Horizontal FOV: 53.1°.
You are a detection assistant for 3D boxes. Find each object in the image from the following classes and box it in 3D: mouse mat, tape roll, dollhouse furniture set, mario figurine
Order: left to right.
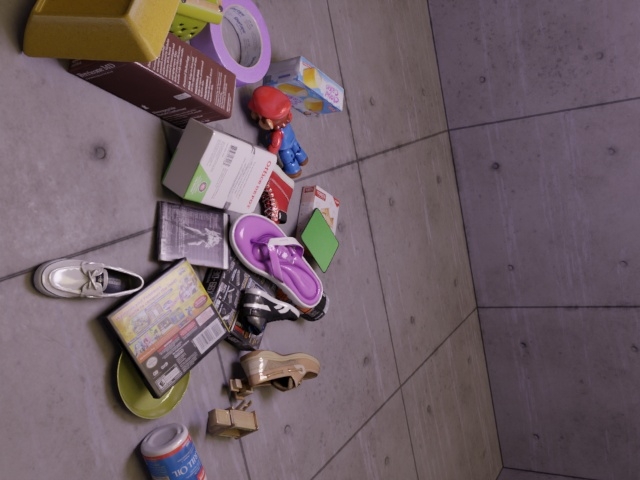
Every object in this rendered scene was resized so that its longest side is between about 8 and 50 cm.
[{"bbox_3d":[-0.281,0.470,1.830,0.182,0.101,0.160,31,37,-50],"label":"dollhouse furniture set"},{"bbox_3d":[-0.269,-0.606,1.940,0.275,0.090,0.274,8,80,-56],"label":"tape roll"},{"bbox_3d":[-0.156,-0.359,2.088,0.198,0.170,0.320,-111,180,-50],"label":"mario figurine"},{"bbox_3d":[0.000,0.000,2.221,0.189,0.007,0.152,59,43,-35],"label":"mouse mat"}]

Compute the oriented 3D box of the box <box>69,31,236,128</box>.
[{"bbox_3d":[-0.409,-0.423,1.621,0.381,0.191,0.143,24,67,-52],"label":"box"}]

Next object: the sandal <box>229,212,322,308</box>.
[{"bbox_3d":[-0.105,0.054,1.926,0.416,0.102,0.169,44,54,-38],"label":"sandal"}]

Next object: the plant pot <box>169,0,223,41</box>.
[{"bbox_3d":[-0.389,-0.659,1.666,0.227,0.207,0.228,-8,94,-56],"label":"plant pot"}]

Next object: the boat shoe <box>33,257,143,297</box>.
[{"bbox_3d":[-0.527,0.087,1.484,0.258,0.084,0.095,2,85,-56],"label":"boat shoe"}]

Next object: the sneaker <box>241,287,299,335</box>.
[{"bbox_3d":[-0.157,0.231,1.894,0.217,0.079,0.121,33,64,-41],"label":"sneaker"}]

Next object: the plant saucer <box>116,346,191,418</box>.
[{"bbox_3d":[-0.431,0.331,1.640,0.241,0.037,0.240,11,76,-55],"label":"plant saucer"}]

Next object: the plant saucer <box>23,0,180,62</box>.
[{"bbox_3d":[-0.475,-0.551,1.409,0.081,0.333,0.332,68,32,-63],"label":"plant saucer"}]

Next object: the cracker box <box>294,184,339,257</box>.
[{"bbox_3d":[-0.010,-0.060,2.277,0.156,0.067,0.232,29,62,-51],"label":"cracker box"}]

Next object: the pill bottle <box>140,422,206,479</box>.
[{"bbox_3d":[-0.363,0.591,1.634,0.124,0.124,0.221,-41,120,-50],"label":"pill bottle"}]

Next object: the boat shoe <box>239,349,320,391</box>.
[{"bbox_3d":[-0.116,0.418,1.995,0.341,0.122,0.110,18,46,-50],"label":"boat shoe"}]

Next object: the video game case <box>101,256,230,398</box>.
[{"bbox_3d":[-0.383,0.217,1.634,0.275,0.035,0.248,-42,112,-42],"label":"video game case"}]

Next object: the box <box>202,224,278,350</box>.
[{"bbox_3d":[-0.236,0.143,1.914,0.242,0.077,0.307,45,51,-44],"label":"box"}]

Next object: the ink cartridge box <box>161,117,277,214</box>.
[{"bbox_3d":[-0.277,-0.199,1.794,0.273,0.115,0.198,15,104,-55],"label":"ink cartridge box"}]

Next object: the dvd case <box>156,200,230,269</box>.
[{"bbox_3d":[-0.345,-0.011,1.760,0.221,0.018,0.164,10,70,-39],"label":"dvd case"}]

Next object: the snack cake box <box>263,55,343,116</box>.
[{"bbox_3d":[-0.054,-0.520,2.189,0.264,0.152,0.089,21,69,-52],"label":"snack cake box"}]

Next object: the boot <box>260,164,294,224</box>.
[{"bbox_3d":[-0.172,-0.146,2.037,0.244,0.088,0.176,35,60,-53],"label":"boot"}]

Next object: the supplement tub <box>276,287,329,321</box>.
[{"bbox_3d":[-0.064,0.185,2.127,0.190,0.117,0.117,41,54,-46],"label":"supplement tub"}]
